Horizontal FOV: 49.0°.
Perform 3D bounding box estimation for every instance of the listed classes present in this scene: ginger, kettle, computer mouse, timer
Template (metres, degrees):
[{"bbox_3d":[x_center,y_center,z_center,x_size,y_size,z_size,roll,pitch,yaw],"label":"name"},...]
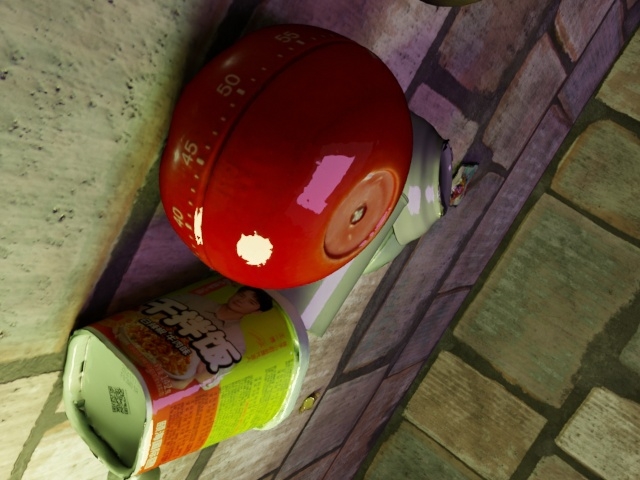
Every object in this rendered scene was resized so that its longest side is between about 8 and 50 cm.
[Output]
[{"bbox_3d":[-0.034,0.506,2.204,0.097,0.030,0.048,-39,-179,-30],"label":"ginger"},{"bbox_3d":[0.011,0.007,1.371,0.318,0.205,0.265,-58,156,-2],"label":"kettle"},{"bbox_3d":[0.177,-0.016,1.763,0.288,0.097,0.159,-42,173,-33],"label":"computer mouse"},{"bbox_3d":[-0.039,-0.110,1.002,0.378,0.279,0.378,-41,154,-25],"label":"timer"}]

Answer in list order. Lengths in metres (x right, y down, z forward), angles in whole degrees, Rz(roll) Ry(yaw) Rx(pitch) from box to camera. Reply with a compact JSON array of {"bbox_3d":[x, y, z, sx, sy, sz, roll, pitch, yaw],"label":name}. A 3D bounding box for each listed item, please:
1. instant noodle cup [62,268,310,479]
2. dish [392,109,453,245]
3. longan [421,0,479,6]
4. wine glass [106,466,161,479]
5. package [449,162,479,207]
[{"bbox_3d":[-0.221,0.209,1.125,0.308,0.294,0.294,-15,136,-48],"label":"instant noodle cup"},{"bbox_3d":[0.238,-0.140,1.577,0.316,0.106,0.316,3,90,-71],"label":"dish"},{"bbox_3d":[0.196,-0.492,0.955,0.288,0.288,0.350,-43,146,-28],"label":"longan"},{"bbox_3d":[-0.345,0.369,1.272,0.103,0.103,0.231,-37,150,-38],"label":"wine glass"},{"bbox_3d":[0.445,-0.172,2.226,0.232,0.040,0.166,-8,128,-63],"label":"package"}]
